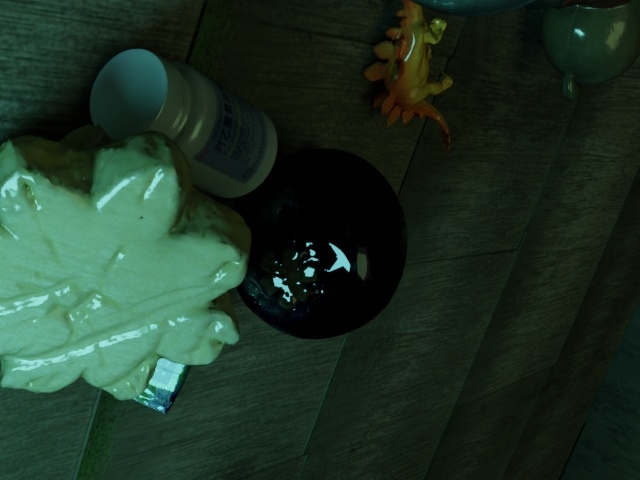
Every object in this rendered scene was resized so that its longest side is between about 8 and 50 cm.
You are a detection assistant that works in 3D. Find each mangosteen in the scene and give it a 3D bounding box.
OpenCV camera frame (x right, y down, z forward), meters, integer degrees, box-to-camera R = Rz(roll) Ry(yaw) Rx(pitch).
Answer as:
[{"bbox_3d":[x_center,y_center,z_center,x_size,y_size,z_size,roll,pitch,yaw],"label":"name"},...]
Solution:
[{"bbox_3d":[0.000,0.000,1.160,0.243,0.243,0.243,-36,141,-36],"label":"mangosteen"}]

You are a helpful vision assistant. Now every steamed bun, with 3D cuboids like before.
[{"bbox_3d":[-0.205,0.004,0.891,0.295,0.137,0.292,12,129,-23],"label":"steamed bun"}]

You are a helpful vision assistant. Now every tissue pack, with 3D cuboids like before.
[{"bbox_3d":[-0.177,0.119,1.120,0.085,0.079,0.111,-91,-154,-80],"label":"tissue pack"}]

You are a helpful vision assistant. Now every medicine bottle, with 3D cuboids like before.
[{"bbox_3d":[-0.128,-0.111,0.971,0.103,0.103,0.187,-62,149,2],"label":"medicine bottle"}]

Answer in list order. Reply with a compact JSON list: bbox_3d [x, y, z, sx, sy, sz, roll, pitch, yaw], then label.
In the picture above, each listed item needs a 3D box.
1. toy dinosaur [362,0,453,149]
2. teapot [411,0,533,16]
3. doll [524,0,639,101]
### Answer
[{"bbox_3d":[0.111,-0.206,1.284,0.117,0.070,0.288,-36,138,-19],"label":"toy dinosaur"},{"bbox_3d":[0.157,-0.428,0.991,0.300,0.253,0.344,-38,140,-7],"label":"teapot"},{"bbox_3d":[0.411,-0.378,1.481,0.235,0.174,0.330,-52,147,-26],"label":"doll"}]
